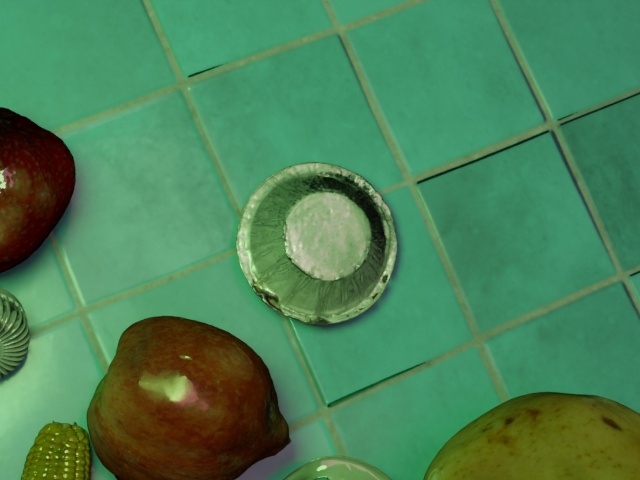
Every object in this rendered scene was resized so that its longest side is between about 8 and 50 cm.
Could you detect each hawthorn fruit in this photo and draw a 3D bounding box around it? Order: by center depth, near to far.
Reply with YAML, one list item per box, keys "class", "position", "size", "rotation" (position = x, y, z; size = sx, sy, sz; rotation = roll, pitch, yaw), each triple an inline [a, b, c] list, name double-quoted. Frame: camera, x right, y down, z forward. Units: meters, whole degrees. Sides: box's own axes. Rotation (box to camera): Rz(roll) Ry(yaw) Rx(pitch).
- class: "hawthorn fruit"
  position: [-0.445, -0.044, 1.614]
  size: [0.230, 0.210, 0.266]
  rotation: [23, 89, -13]

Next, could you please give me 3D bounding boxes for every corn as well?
- class: "corn"
  position: [-0.343, 0.370, 1.584]
  size: [0.102, 0.102, 0.313]
  rotation: [16, 66, -9]

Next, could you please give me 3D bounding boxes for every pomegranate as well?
- class: "pomegranate"
  position: [0.300, 0.389, 1.615]
  size: [0.411, 0.411, 0.412]
  rotation: [3, 78, -12]

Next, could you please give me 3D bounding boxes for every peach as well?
- class: "peach"
  position: [-0.158, 0.216, 1.615]
  size: [0.256, 0.232, 0.232]
  rotation: [28, 74, -8]

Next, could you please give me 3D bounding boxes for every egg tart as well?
- class: "egg tart"
  position: [0.000, 0.000, 1.759]
  size: [0.234, 0.094, 0.234]
  rotation: [3, 76, -14]

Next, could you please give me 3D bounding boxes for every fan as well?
- class: "fan"
  position: [-0.484, 0.148, 1.612]
  size: [0.244, 0.130, 0.074]
  rotation: [-28, 41, -5]

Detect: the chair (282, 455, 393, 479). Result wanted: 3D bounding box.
- class: "chair"
  position: [-0.014, 0.433, 1.623]
  size: [0.203, 0.190, 0.275]
  rotation: [38, 45, -4]
